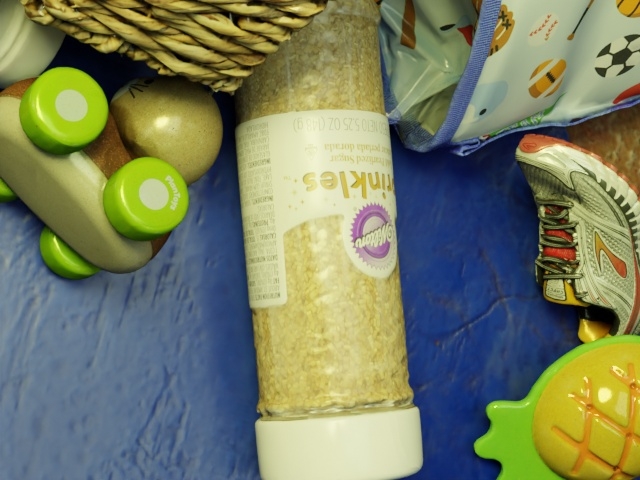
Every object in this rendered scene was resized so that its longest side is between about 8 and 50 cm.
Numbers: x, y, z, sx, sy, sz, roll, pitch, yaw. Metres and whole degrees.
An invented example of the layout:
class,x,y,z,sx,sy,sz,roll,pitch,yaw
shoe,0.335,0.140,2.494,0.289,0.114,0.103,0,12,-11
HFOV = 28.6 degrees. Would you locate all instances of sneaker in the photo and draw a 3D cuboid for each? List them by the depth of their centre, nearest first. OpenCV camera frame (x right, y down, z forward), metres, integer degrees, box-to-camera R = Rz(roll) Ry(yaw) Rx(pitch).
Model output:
class,x,y,z,sx,sy,sz,roll,pitch,yaw
sneaker,0.218,0.006,1.026,0.093,0.088,0.225,-43,120,-13

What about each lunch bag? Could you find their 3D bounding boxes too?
class,x,y,z,sx,sy,sz,roll,pitch,yaw
lunch bag,0.191,-0.278,0.983,0.328,0.239,0.385,-17,119,-27

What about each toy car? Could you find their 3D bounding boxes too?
class,x,y,z,sx,sy,sz,roll,pitch,yaw
toy car,-0.128,-0.083,0.875,0.149,0.155,0.188,48,58,-12

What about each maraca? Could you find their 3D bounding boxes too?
class,x,y,z,sx,sy,sz,roll,pitch,yaw
maraca,0.218,0.149,1.028,0.186,0.099,0.127,-26,102,0

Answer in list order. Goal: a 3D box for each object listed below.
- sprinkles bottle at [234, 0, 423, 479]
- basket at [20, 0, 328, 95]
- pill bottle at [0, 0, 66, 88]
class,x,y,z,sx,sy,sz,roll,pitch,yaw
sprinkles bottle,0.000,0.000,0.932,0.121,0.121,0.355,-3,85,-24
basket,-0.080,-0.284,0.777,0.214,0.223,0.299,19,52,-37
pill bottle,-0.290,-0.179,0.768,0.272,0.152,0.152,13,77,-48
